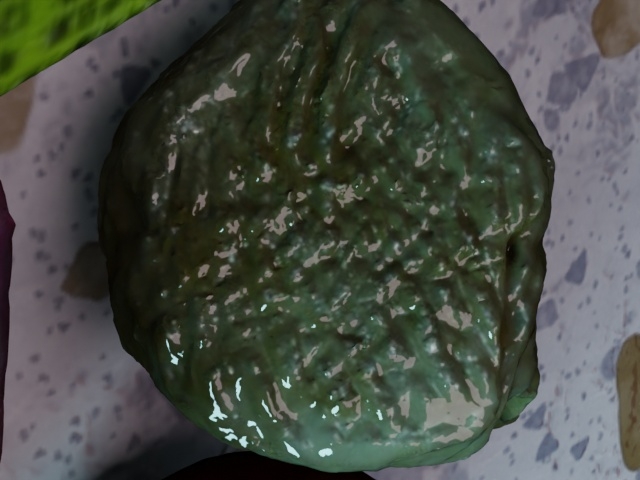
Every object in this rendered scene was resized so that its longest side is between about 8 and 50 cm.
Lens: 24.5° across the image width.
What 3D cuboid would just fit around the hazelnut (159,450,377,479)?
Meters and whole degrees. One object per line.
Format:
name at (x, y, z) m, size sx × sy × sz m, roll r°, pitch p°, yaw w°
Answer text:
hazelnut at (-0.034, 0.216, 0.744) m, size 0.229 × 0.229 × 0.229 m, roll -14°, pitch 113°, yaw -36°

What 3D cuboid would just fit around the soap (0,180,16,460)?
soap at (-0.222, 0.124, 0.549) m, size 0.128 × 0.233 × 0.359 m, roll -4°, pitch 107°, yaw -37°

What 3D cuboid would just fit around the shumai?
shumai at (0.000, 0.000, 0.769) m, size 0.225 × 0.222 × 0.261 m, roll -17°, pitch 84°, yaw -6°

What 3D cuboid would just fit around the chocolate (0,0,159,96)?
chocolate at (-0.149, -0.179, 0.460) m, size 0.289 × 0.301 × 0.137 m, roll -38°, pitch 156°, yaw -31°
